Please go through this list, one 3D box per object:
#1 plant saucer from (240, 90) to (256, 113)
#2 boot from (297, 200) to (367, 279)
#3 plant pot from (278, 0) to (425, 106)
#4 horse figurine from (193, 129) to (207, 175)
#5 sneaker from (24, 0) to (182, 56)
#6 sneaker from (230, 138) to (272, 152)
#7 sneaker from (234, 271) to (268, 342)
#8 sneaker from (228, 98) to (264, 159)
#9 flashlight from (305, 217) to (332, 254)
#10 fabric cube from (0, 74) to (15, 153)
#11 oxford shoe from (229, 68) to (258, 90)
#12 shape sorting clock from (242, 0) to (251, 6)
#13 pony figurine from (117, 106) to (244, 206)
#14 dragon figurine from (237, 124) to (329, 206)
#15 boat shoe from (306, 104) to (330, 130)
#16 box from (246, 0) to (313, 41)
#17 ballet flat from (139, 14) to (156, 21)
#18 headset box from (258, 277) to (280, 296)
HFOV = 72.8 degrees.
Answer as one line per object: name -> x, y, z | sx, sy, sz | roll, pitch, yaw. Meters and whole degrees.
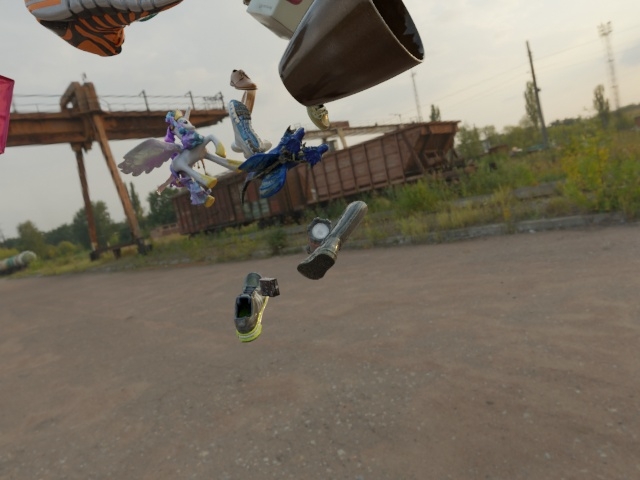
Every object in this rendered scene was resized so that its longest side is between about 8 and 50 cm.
plant saucer -> -0.341, -0.615, 1.987 | 0.037, 0.200, 0.200 | 12, -5, -22
boot -> 0.033, -0.001, 1.199 | 0.189, 0.076, 0.209 | -32, 26, 51
plant pot -> 0.038, -0.356, 0.804 | 0.230, 0.215, 0.215 | -28, -4, 34
horse figurine -> -0.560, -0.414, 1.934 | 0.066, 0.263, 0.174 | -18, 51, -15
sneaker -> -0.430, -0.499, 0.935 | 0.321, 0.125, 0.180 | -8, -5, -1
sneaker -> -0.238, -0.334, 1.547 | 0.152, 0.054, 0.061 | -12, 15, -29
sneaker -> -0.263, 0.226, 1.634 | 0.111, 0.121, 0.300 | -6, 43, 3
sneaker -> -0.247, -0.338, 1.340 | 0.083, 0.191, 0.071 | -21, 0, 45
flashlight -> 0.000, 0.000, 1.698 | 0.103, 0.103, 0.304 | -52, -10, -11
fabric cube -> -1.156, -0.400, 1.358 | 0.258, 0.259, 0.254 | -3, -10, 38
oxford shoe -> -0.327, -0.673, 1.820 | 0.076, 0.076, 0.212 | -14, 35, -33
shape sorting clock -> -0.182, -0.888, 1.563 | 0.206, 0.040, 0.206 | -21, 18, 7
pony figurine -> -0.518, -0.298, 1.645 | 0.351, 0.363, 0.303 | -49, -15, -1
dragon figurine -> -0.103, -0.144, 0.870 | 0.289, 0.085, 0.144 | -28, 19, 29
boat shoe -> -0.011, -0.402, 1.287 | 0.048, 0.153, 0.056 | -13, 18, 49
box -> -0.054, -0.625, 1.062 | 0.126, 0.232, 0.148 | 21, 13, -43
ballet flat -> -0.523, -0.815, 1.408 | 0.248, 0.086, 0.086 | -33, 1, 13
headset box -> -0.184, 0.165, 1.537 | 0.032, 0.062, 0.083 | -17, 10, -40
